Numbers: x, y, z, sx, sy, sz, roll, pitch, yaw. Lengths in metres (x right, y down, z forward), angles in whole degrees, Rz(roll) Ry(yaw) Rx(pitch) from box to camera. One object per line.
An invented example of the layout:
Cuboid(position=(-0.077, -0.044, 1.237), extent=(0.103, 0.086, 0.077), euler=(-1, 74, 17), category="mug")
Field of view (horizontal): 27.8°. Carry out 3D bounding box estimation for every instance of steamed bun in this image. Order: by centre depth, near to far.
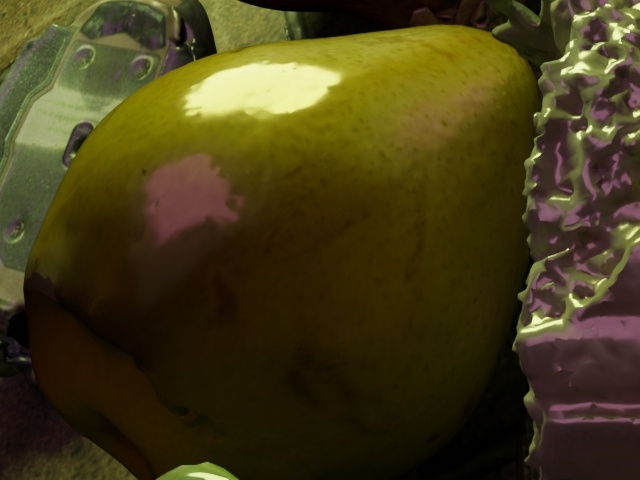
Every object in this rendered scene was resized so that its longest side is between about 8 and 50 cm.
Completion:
Cuboid(position=(0.203, 0.038, 0.564), extent=(0.273, 0.290, 0.272), euler=(2, 74, 31), category="steamed bun")

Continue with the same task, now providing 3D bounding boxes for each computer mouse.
Cuboid(position=(-0.176, -0.022, 1.020), extent=(0.199, 0.115, 0.389), euler=(14, 79, 33), category="computer mouse")

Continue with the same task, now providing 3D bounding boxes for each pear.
Cuboid(position=(-0.012, 0.000, 0.761), extent=(0.285, 0.285, 0.336), euler=(-7, 39, 35), category="pear")

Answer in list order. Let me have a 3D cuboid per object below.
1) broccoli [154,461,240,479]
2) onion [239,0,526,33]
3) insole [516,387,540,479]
Cuboid(position=(-0.019, 0.208, 0.608), extent=(0.254, 0.269, 0.269), euler=(25, 76, 35), category="broccoli")
Cuboid(position=(0.037, -0.315, 0.931), extent=(0.353, 0.353, 0.354), euler=(-21, 48, 25), category="onion")
Cuboid(position=(0.150, 0.169, 0.688), extent=(0.086, 0.005, 0.253), euler=(-23, 47, 24), category="insole")
